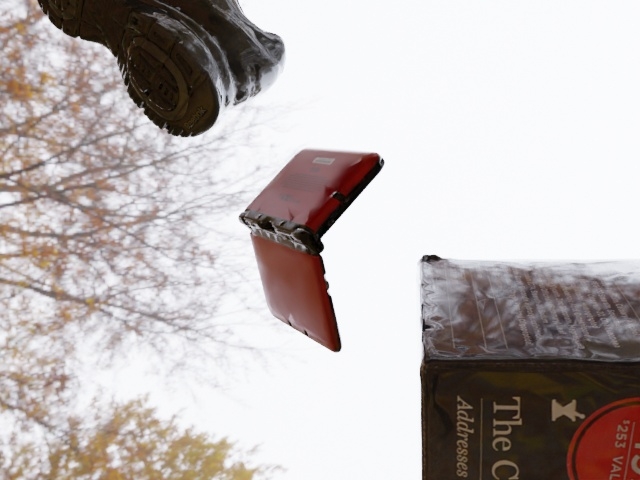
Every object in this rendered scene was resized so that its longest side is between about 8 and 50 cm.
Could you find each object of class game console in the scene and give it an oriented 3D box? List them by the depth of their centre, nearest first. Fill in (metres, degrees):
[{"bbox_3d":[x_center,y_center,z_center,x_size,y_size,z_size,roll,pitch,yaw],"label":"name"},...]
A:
[{"bbox_3d":[0.000,0.000,0.649,0.124,0.144,0.085,-48,-67,-11],"label":"game console"}]

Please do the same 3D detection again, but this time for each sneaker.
[{"bbox_3d":[-0.145,-0.207,0.711,0.286,0.130,0.109,49,-39,12],"label":"sneaker"}]

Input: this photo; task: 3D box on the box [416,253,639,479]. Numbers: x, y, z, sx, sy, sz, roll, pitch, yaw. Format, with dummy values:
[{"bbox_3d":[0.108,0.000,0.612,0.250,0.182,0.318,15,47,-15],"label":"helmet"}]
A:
[{"bbox_3d":[0.216,0.193,0.513,0.312,0.179,0.343,-2,-74,6],"label":"box"}]
